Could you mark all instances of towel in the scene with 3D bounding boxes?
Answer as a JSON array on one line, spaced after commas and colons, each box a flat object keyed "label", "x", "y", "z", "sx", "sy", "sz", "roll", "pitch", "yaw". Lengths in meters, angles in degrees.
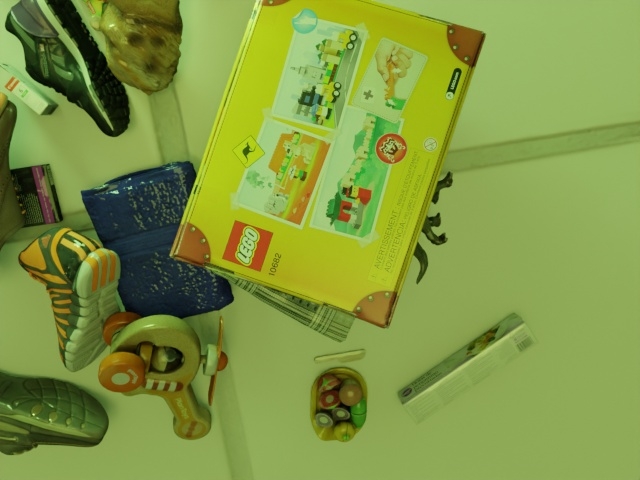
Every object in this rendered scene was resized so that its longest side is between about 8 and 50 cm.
[{"label": "towel", "x": 0.000, "y": 0.000, "z": 1.196, "sx": 0.312, "sy": 0.056, "sz": 0.324, "roll": 32, "pitch": 84, "yaw": -11}, {"label": "towel", "x": -0.316, "y": 0.010, "z": 1.201, "sx": 0.228, "sy": 0.076, "sz": 0.308, "roll": -13, "pitch": 105, "yaw": 5}]

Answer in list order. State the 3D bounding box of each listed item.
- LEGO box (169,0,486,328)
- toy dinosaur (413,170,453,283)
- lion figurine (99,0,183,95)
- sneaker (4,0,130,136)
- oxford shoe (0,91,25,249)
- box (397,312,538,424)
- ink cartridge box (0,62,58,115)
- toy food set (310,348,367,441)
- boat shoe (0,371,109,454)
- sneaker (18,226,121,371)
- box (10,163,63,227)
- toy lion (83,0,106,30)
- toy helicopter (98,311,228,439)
[{"label": "LEGO box", "x": 0.016, "y": -0.146, "z": 1.036, "sx": 0.373, "sy": 0.193, "sz": 0.499, "roll": 19, "pitch": 90, "yaw": 6}, {"label": "toy dinosaur", "x": 0.167, "y": -0.069, "z": 1.179, "sx": 0.160, "sy": 0.121, "sz": 0.313, "roll": 9, "pitch": 80, "yaw": -8}, {"label": "lion figurine", "x": -0.284, "y": -0.467, "z": 1.045, "sx": 0.240, "sy": 0.142, "sz": 0.392, "roll": 29, "pitch": 94, "yaw": -45}, {"label": "sneaker", "x": -0.463, "y": -0.309, "z": 1.105, "sx": 0.124, "sy": 0.107, "sz": 0.283, "roll": -24, "pitch": 101, "yaw": 16}, {"label": "oxford shoe", "x": -0.612, "y": -0.089, "z": 1.111, "sx": 0.133, "sy": 0.130, "sz": 0.363, "roll": 16, "pitch": 95, "yaw": -41}, {"label": "box", "x": 0.322, "y": 0.282, "z": 1.325, "sx": 0.324, "sy": 0.063, "sz": 0.067, "roll": -36, "pitch": 103, "yaw": 4}, {"label": "ink cartridge box", "x": -0.547, "y": -0.279, "z": 1.109, "sx": 0.115, "sy": 0.063, "sz": 0.029, "roll": 40, "pitch": 95, "yaw": -12}, {"label": "toy food set", "x": 0.044, "y": 0.354, "z": 1.313, "sx": 0.128, "sy": 0.071, "sz": 0.217, "roll": -1, "pitch": 104, "yaw": -5}, {"label": "boat shoe", "x": -0.614, "y": 0.363, "z": 1.241, "sx": 0.356, "sy": 0.132, "sz": 0.130, "roll": 17, "pitch": 112, "yaw": 0}, {"label": "sneaker", "x": -0.497, "y": 0.105, "z": 1.189, "sx": 0.180, "sy": 0.125, "sz": 0.321, "roll": 31, "pitch": 121, "yaw": 16}, {"label": "box", "x": -0.599, "y": -0.081, "z": 1.171, "sx": 0.162, "sy": 0.029, "sz": 0.116, "roll": -9, "pitch": 103, "yaw": -4}, {"label": "toy lion", "x": -0.395, "y": -0.448, "z": 1.100, "sx": 0.096, "sy": 0.034, "sz": 0.100, "roll": -27, "pitch": 105, "yaw": -6}, {"label": "toy helicopter", "x": -0.282, "y": 0.283, "z": 1.221, "sx": 0.235, "sy": 0.140, "sz": 0.355, "roll": -15, "pitch": 128, "yaw": -4}]
